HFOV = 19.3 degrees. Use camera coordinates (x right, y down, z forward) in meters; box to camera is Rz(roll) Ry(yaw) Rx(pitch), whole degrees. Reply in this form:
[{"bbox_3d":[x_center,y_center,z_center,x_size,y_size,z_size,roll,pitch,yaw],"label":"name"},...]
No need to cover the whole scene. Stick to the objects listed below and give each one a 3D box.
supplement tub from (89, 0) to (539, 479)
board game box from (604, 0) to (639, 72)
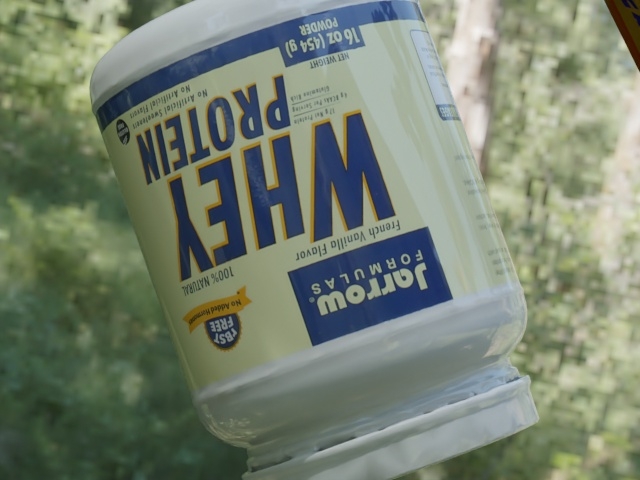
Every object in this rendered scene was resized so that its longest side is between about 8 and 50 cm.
[{"bbox_3d":[0.000,0.000,1.262,0.235,0.325,0.235,-19,-5,-2],"label":"supplement tub"},{"bbox_3d":[0.380,-0.097,0.786,0.356,0.356,0.356,56,-11,-34],"label":"board game box"}]
